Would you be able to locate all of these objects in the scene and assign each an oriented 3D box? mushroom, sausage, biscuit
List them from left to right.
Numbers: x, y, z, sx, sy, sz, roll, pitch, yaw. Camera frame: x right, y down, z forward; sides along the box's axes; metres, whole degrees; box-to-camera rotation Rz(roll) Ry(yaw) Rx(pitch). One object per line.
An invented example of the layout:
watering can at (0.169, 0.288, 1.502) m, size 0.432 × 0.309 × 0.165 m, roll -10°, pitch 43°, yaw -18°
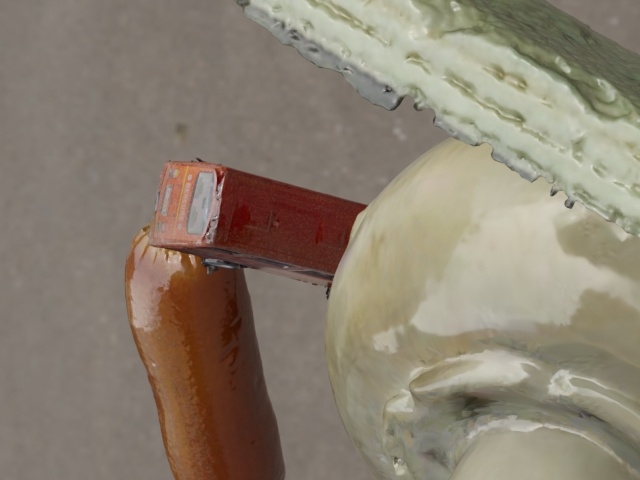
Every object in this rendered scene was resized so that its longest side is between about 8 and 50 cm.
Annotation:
sausage at (-0.086, 0.109, 1.464) m, size 0.083 × 0.089 × 0.300 m, roll 26°, pitch 141°, yaw 40°
mushroom at (0.122, 0.103, 0.928) m, size 0.314 × 0.314 × 0.336 m, roll -48°, pitch 6°, yaw 47°
biscuit at (0.101, -0.043, 0.673) m, size 0.252 × 0.150 × 0.052 m, roll 35°, pitch 107°, yaw 24°

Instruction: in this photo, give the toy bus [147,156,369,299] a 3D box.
toy bus at (0.000, 0.000, 1.254) m, size 0.096 × 0.235 × 0.073 m, roll 6°, pitch 83°, yaw 55°
